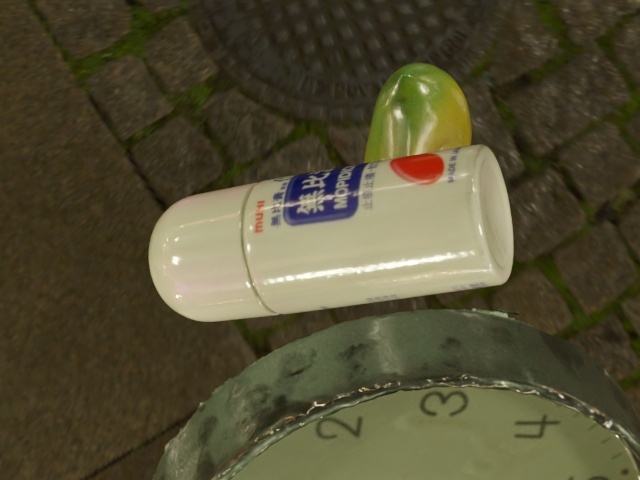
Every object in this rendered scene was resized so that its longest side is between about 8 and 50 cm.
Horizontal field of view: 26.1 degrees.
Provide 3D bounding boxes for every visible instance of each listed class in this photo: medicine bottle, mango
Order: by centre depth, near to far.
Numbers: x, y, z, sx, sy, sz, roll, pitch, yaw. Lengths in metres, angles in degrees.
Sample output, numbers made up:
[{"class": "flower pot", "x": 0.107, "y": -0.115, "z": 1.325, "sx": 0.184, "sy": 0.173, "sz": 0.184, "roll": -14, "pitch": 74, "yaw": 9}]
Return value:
[{"class": "medicine bottle", "x": 0.000, "y": 0.000, "z": 1.288, "sx": 0.340, "sy": 0.130, "sz": 0.130, "roll": -9, "pitch": 101, "yaw": 21}, {"class": "mango", "x": 0.116, "y": -0.114, "z": 1.590, "sx": 0.137, "sy": 0.237, "sz": 0.091, "roll": -30, "pitch": 58, "yaw": -31}]

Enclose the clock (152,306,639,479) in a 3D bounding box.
[{"class": "clock", "x": 0.052, "y": 0.182, "z": 0.790, "sx": 0.312, "sy": 0.061, "sz": 0.313, "roll": -4, "pitch": 121, "yaw": -8}]
